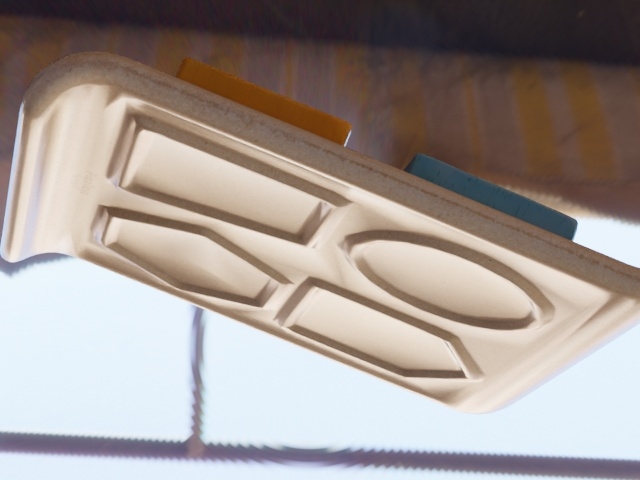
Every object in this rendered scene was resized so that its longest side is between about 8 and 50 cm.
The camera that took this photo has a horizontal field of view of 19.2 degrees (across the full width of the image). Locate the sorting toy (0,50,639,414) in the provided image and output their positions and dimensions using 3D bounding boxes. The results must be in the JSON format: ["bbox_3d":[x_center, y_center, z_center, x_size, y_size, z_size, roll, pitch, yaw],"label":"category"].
[{"bbox_3d":[0.000,0.000,0.635,0.208,0.193,0.038,18,-108,-6],"label":"sorting toy"}]
